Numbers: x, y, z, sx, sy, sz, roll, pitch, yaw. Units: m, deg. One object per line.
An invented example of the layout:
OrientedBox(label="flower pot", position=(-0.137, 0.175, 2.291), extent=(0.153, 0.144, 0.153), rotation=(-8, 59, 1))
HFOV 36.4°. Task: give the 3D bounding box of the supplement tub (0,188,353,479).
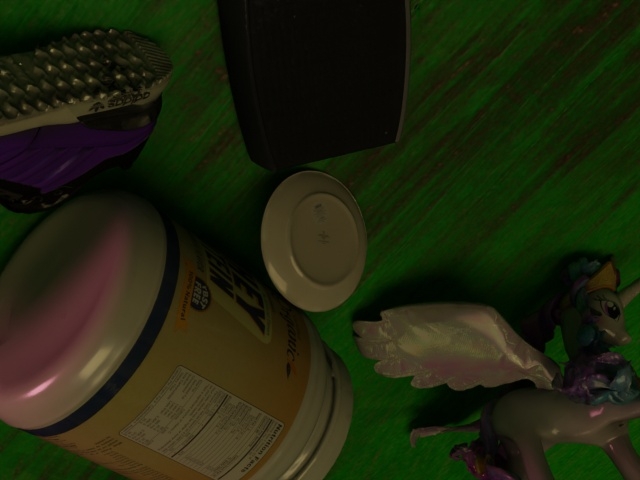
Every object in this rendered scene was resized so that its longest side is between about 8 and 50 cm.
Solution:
OrientedBox(label="supplement tub", position=(-0.137, 0.118, 0.929), extent=(0.228, 0.228, 0.316), rotation=(-41, 130, 14))

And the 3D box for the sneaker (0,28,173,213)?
OrientedBox(label="sneaker", position=(-0.259, -0.074, 0.780), extent=(0.293, 0.102, 0.146), rotation=(-14, 143, -35))

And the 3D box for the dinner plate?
OrientedBox(label="dinner plate", position=(0.000, 0.000, 0.964), extent=(0.141, 0.141, 0.017), rotation=(30, 155, -36))

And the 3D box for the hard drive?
OrientedBox(label="hard drive", position=(0.002, -0.180, 0.859), extent=(0.172, 0.054, 0.255), rotation=(-14, 130, -10))

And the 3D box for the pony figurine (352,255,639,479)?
OrientedBox(label="pony figurine", position=(0.243, 0.199, 1.103), extent=(0.351, 0.363, 0.303), rotation=(-17, 140, 14))
